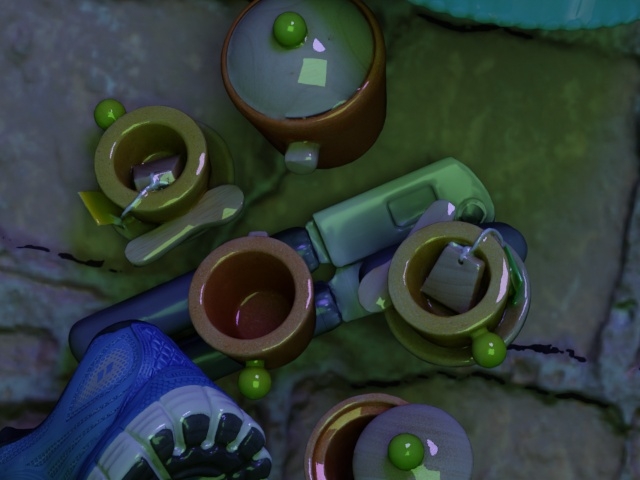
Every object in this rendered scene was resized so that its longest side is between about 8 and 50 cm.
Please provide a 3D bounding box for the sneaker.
[{"bbox_3d":[-0.135,0.187,1.083,0.130,0.147,0.330,8,122,-33],"label":"sneaker"}]

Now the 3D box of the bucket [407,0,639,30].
[{"bbox_3d":[0.111,-0.251,0.998,0.281,0.281,0.183,4,125,-9],"label":"bucket"}]

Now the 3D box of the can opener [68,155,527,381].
[{"bbox_3d":[-0.016,0.029,1.116,0.280,0.093,0.074,-22,100,-1],"label":"can opener"}]

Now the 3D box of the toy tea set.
[{"bbox_3d":[0.000,0.000,1.022,0.200,0.124,0.336,-34,66,-4],"label":"toy tea set"}]
